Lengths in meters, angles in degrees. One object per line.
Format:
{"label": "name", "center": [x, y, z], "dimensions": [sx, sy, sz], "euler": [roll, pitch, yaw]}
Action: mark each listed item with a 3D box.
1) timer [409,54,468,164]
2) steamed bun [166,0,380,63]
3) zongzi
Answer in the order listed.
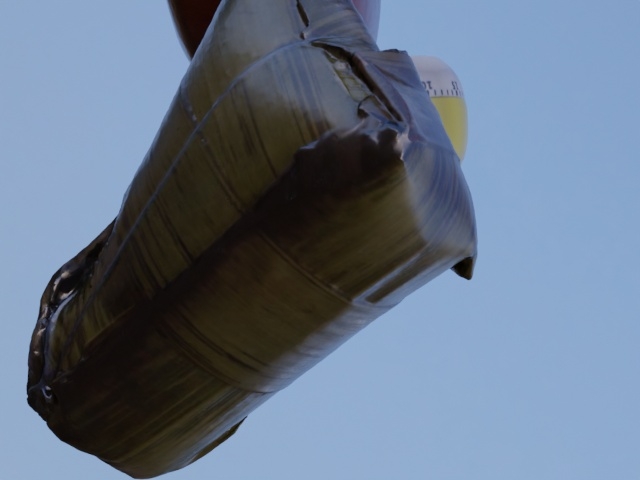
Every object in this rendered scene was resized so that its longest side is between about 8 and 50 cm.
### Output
{"label": "timer", "center": [0.093, -0.121, 2.119], "dimensions": [0.285, 0.285, 0.285], "euler": [38, -30, 27]}
{"label": "steamed bun", "center": [-0.052, -0.293, 1.650], "dimensions": [0.379, 0.235, 0.248], "euler": [53, 37, -79]}
{"label": "zongzi", "center": [-0.066, -0.045, 0.856], "dimensions": [0.138, 0.286, 0.300], "euler": [29, 31, -47]}
